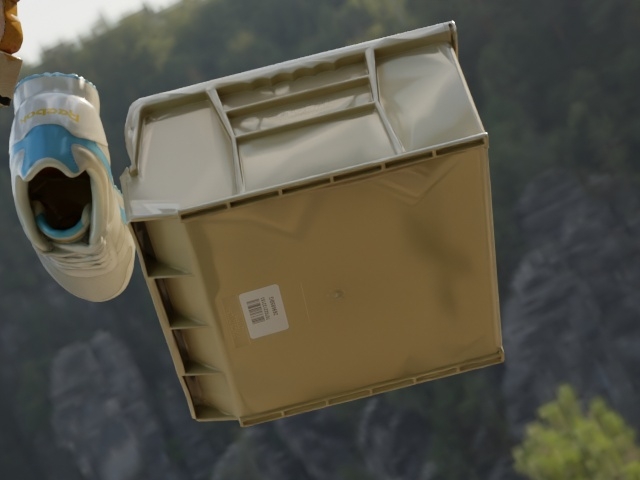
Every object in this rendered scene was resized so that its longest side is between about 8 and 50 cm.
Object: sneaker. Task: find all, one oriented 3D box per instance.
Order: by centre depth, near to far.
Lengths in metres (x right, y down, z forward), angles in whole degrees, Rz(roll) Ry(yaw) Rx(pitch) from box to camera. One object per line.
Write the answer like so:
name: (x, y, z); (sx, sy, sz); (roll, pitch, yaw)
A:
sneaker: (-0.192, -0.018, 1.169); (0.087, 0.092, 0.229); (-5, -39, 2)

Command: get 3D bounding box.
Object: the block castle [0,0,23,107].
block castle: (-0.492, -0.283, 1.412); (0.213, 0.303, 0.453); (-3, -9, 44)

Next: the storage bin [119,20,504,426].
storage bin: (0.000, 0.000, 1.169); (0.260, 0.123, 0.262); (-14, -41, -2)
